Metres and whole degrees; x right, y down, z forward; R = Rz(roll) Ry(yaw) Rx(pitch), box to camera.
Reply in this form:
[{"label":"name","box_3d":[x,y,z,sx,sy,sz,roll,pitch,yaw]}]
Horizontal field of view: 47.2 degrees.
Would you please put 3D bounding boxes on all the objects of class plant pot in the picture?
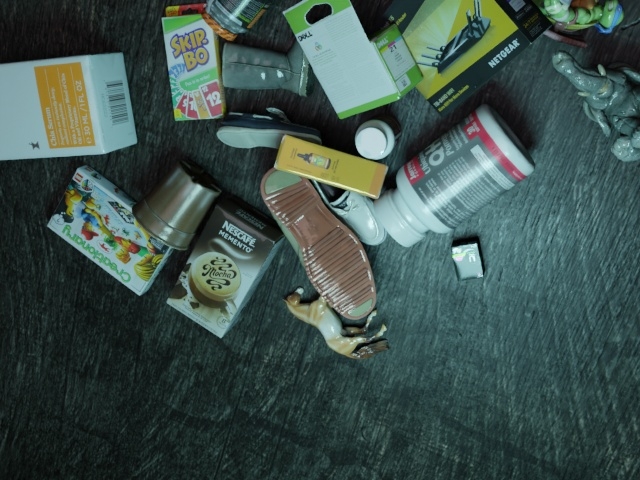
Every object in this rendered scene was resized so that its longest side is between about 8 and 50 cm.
[{"label":"plant pot","box_3d":[-0.333,-0.093,1.742,0.167,0.167,0.165,40,104,1]}]

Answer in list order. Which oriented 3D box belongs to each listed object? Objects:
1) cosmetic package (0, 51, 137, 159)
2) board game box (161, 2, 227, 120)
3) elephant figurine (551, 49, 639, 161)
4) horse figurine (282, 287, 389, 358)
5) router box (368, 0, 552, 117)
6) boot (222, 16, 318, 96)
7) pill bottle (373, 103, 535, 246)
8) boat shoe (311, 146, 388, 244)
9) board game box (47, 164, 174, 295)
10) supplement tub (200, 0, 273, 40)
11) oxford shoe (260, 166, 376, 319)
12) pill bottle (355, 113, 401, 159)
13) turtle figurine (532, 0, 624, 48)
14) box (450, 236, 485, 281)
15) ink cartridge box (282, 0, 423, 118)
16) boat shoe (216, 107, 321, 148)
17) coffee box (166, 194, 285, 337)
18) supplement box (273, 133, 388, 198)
[{"label":"cosmetic package","box_3d":[-0.695,-0.319,1.763,0.454,0.161,0.229,-2,106,16]},{"label":"board game box","box_3d":[-0.292,-0.412,1.695,0.124,0.039,0.259,-1,103,15]},{"label":"elephant figurine","box_3d":[0.583,-0.285,1.440,0.169,0.186,0.239,-37,65,-12]},{"label":"horse figurine","box_3d":[0.047,0.196,1.770,0.174,0.066,0.263,-40,91,16]},{"label":"router box","box_3d":[0.259,-0.412,1.425,0.243,0.081,0.309,48,152,-1]},{"label":"boot","box_3d":[-0.113,-0.417,1.631,0.209,0.076,0.189,16,108,17]},{"label":"pill bottle","box_3d":[0.274,-0.126,1.550,0.319,0.176,0.176,-38,94,21]},{"label":"boat shoe","box_3d":[0.056,-0.096,1.665,0.096,0.088,0.267,-30,97,21]},{"label":"board game box","box_3d":[-0.526,-0.025,1.863,0.305,0.053,0.193,36,112,2]},{"label":"supplement tub","box_3d":[-0.165,-0.533,1.577,0.117,0.117,0.190,46,111,-2]},{"label":"oxford shoe","box_3d":[0.000,0.000,1.689,0.141,0.146,0.396,-30,95,-5]},{"label":"pill bottle","box_3d":[0.122,-0.222,1.575,0.086,0.152,0.086,4,107,14]},{"label":"turtle figurine","box_3d":[0.443,-0.497,1.379,0.267,0.275,0.197,9,81,19]},{"label":"box","box_3d":[0.333,0.042,1.652,0.062,0.052,0.083,-9,105,19]},{"label":"ink cartridge box","box_3d":[0.067,-0.399,1.502,0.189,0.097,0.255,-8,117,50]},{"label":"boat shoe","box_3d":[-0.111,-0.252,1.659,0.255,0.095,0.079,5,66,26]},{"label":"coffee box","box_3d":[-0.226,0.061,1.772,0.168,0.119,0.297,32,112,5]},{"label":"supplement box","box_3d":[0.021,-0.159,1.571,0.234,0.080,0.078,17,96,-7]}]
